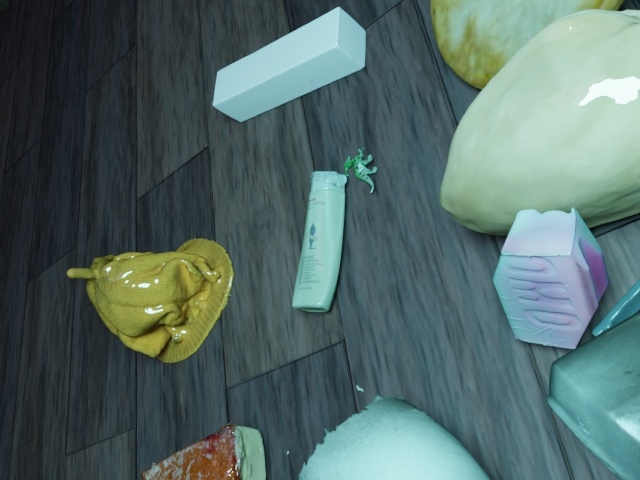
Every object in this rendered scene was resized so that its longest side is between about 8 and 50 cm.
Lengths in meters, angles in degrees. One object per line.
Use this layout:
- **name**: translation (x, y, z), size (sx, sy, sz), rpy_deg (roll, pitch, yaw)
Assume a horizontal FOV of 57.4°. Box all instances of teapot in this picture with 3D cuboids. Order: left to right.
- **teapot**: translation (0.316, 0.099, 0.493), size (0.225, 0.171, 0.203), rpy_deg (-49, 18, 8)

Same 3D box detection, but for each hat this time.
- **hat**: translation (-0.319, 0.079, 1.005), size (0.244, 0.233, 0.234), rpy_deg (-14, 66, 39)

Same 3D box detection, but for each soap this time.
- **soap**: translation (0.229, 0.040, 0.585), size (0.100, 0.149, 0.056), rpy_deg (3, 45, 41)

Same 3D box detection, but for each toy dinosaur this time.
- **toy dinosaur**: translation (0.057, -0.105, 0.886), size (0.062, 0.021, 0.083), rpy_deg (-17, 59, 45)

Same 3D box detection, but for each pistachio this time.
- **pistachio**: translation (0.264, -0.109, 0.595), size (0.214, 0.193, 0.318), rpy_deg (51, 131, -3)

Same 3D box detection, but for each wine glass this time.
- **wine glass**: translation (0.128, 0.311, 0.545), size (0.357, 0.190, 0.191), rpy_deg (35, 98, 44)

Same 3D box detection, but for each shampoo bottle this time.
- **shampoo bottle**: translation (0.000, 0.000, 0.876), size (0.072, 0.049, 0.213), rpy_deg (-12, 66, 43)

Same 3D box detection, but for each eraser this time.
- **eraser**: translation (-0.062, -0.300, 1.030), size (0.298, 0.076, 0.078), rpy_deg (-13, 65, 38)

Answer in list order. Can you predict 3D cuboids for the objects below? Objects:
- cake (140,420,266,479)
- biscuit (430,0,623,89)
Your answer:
- **cake**: translation (-0.169, 0.363, 0.861), size (0.220, 0.086, 0.117), rpy_deg (-35, 51, 26)
- **biscuit**: translation (0.244, -0.287, 0.723), size (0.309, 0.040, 0.205), rpy_deg (23, 113, 58)
